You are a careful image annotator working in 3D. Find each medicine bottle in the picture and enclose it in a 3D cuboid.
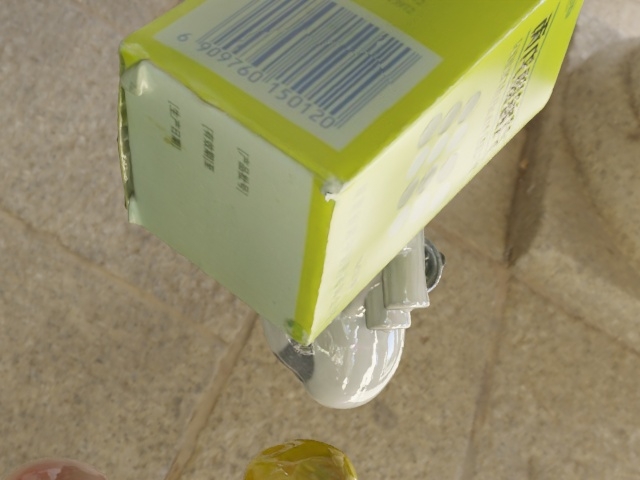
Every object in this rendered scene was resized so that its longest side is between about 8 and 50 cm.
[{"bbox_3d":[0.024,-0.088,0.511,0.141,0.137,0.250,34,57,21],"label":"medicine bottle"}]

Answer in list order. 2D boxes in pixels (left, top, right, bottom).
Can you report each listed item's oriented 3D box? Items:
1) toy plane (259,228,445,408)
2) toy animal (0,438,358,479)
[{"bbox_3d":[0.004,0.000,0.721,0.118,0.252,0.252,-4,55,-26],"label":"toy plane"},{"bbox_3d":[-0.053,0.158,0.344,0.248,0.149,0.165,5,34,-10],"label":"toy animal"}]
